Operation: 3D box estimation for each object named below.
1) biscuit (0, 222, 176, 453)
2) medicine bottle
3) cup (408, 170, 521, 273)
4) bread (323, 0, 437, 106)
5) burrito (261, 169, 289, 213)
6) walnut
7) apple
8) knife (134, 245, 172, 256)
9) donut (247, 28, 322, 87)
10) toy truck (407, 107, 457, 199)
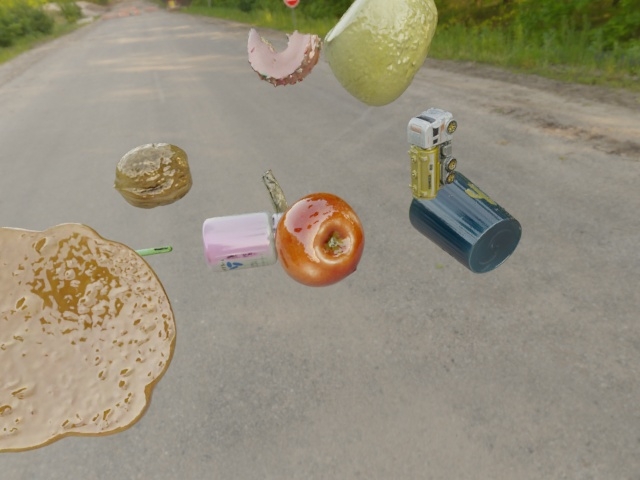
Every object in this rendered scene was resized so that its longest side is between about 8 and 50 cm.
[{"bbox_3d":[-0.387,0.126,0.604,0.351,0.057,0.312,-5,73,-25],"label":"biscuit"},{"bbox_3d":[-0.178,-0.001,1.166,0.254,0.152,0.152,-6,31,-5],"label":"medicine bottle"},{"bbox_3d":[0.268,-0.029,0.760,0.176,0.131,0.155,4,32,-30],"label":"cup"},{"bbox_3d":[0.158,-0.498,1.080,0.320,0.237,0.320,-46,19,22],"label":"bread"},{"bbox_3d":[-0.131,-0.128,1.301,0.051,0.171,0.042,-33,20,-36],"label":"burrito"},{"bbox_3d":[-0.406,-0.154,1.048,0.184,0.155,0.155,-18,33,-15],"label":"walnut"},{"bbox_3d":[0.000,0.000,0.732,0.163,0.163,0.139,-16,6,-14],"label":"apple"},{"bbox_3d":[-0.534,0.034,1.237,0.212,0.015,0.054,-8,36,-15],"label":"knife"},{"bbox_3d":[-0.077,-0.374,0.898,0.166,0.117,0.065,15,11,23],"label":"donut"},{"bbox_3d":[0.157,-0.122,0.623,0.063,0.123,0.052,-24,36,-19],"label":"toy truck"}]
